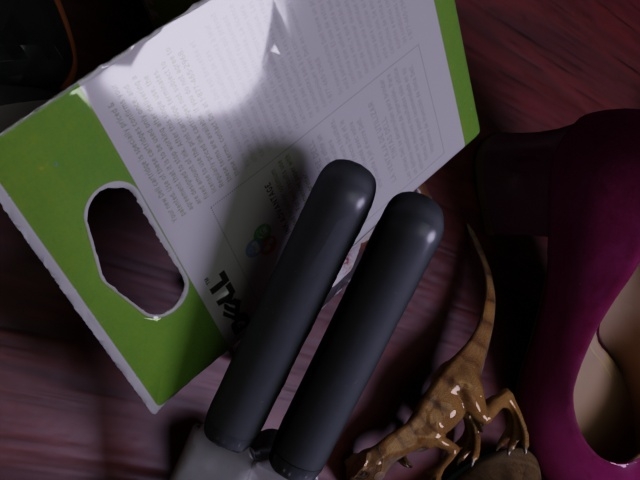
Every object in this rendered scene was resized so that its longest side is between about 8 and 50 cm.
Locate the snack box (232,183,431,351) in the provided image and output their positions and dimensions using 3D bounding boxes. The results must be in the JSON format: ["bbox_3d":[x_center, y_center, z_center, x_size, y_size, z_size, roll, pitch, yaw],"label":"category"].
[{"bbox_3d":[0.000,0.000,0.594,0.178,0.022,0.064,-44,115,-27],"label":"snack box"}]

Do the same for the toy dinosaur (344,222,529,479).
[{"bbox_3d":[0.102,0.103,0.652,0.112,0.064,0.211,50,64,-27],"label":"toy dinosaur"}]

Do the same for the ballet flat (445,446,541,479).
[{"bbox_3d":[0.074,0.257,0.601,0.342,0.124,0.116,-25,108,-34],"label":"ballet flat"}]

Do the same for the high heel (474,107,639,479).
[{"bbox_3d":[0.235,0.088,0.678,0.127,0.181,0.377,-35,112,-31],"label":"high heel"}]

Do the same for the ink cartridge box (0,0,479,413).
[{"bbox_3d":[-0.047,-0.067,0.477,0.255,0.097,0.188,-40,136,-19],"label":"ink cartridge box"}]

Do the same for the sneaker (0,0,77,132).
[{"bbox_3d":[-0.253,-0.100,0.349,0.321,0.125,0.180,-16,98,-47],"label":"sneaker"}]

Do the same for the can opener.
[{"bbox_3d":[-0.022,0.085,0.493,0.074,0.093,0.280,24,113,-1],"label":"can opener"}]
